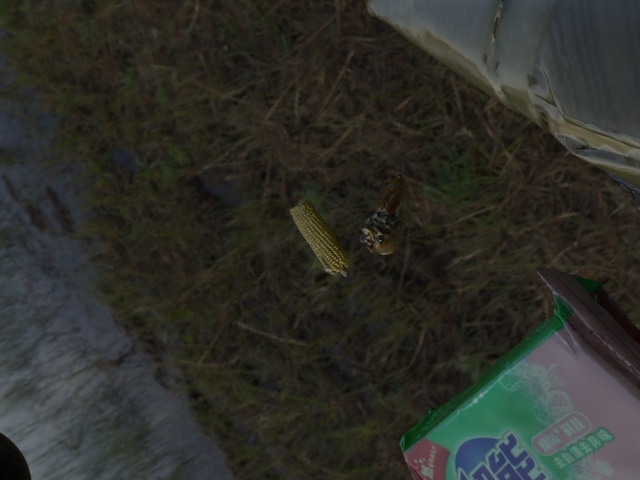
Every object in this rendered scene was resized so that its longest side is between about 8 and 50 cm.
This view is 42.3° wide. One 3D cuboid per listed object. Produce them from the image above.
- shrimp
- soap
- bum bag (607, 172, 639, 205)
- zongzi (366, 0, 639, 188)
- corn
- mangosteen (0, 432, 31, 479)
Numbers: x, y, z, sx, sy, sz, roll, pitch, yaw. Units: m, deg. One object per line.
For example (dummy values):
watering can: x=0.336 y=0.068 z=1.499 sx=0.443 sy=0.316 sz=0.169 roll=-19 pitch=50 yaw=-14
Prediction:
shrimp: x=0.047 y=-0.019 z=0.579 sx=0.023 sy=0.108 sz=0.059 roll=16 pitch=92 yaw=13
soap: x=0.196 y=0.167 z=0.708 sx=0.218 sy=0.098 sz=0.273 roll=49 pitch=138 yaw=13
bum bag: x=0.294 y=-0.031 z=0.677 sx=0.248 sy=0.060 sz=0.123 roll=56 pitch=174 yaw=-11
zongzi: x=0.345 y=-0.081 z=0.437 sx=0.467 sy=0.499 sz=0.218 roll=30 pitch=108 yaw=51
corn: x=0.000 y=0.000 z=0.784 sx=0.083 sy=0.028 sz=0.027 roll=55 pitch=170 yaw=-6
mangosteen: x=-0.260 y=0.208 z=0.599 sx=0.151 sy=0.137 sz=0.137 roll=32 pitch=143 yaw=-2
